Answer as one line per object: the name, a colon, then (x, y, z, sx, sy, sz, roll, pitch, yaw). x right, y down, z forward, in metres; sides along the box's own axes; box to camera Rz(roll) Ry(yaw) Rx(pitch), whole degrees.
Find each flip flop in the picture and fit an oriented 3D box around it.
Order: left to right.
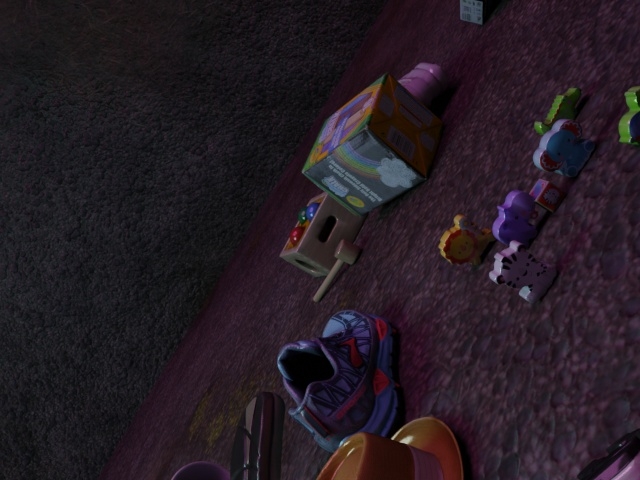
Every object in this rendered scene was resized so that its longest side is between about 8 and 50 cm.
flip flop: (-0.059, 0.306, 0.795, 0.112, 0.080, 0.277, -27, 51, 55)

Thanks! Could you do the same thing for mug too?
mug: (-0.177, 0.407, 1.070, 0.169, 0.150, 0.113, -55, 49, 39)

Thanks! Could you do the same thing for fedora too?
fedora: (0.040, 0.227, 0.621, 0.194, 0.079, 0.194, -55, 13, 20)

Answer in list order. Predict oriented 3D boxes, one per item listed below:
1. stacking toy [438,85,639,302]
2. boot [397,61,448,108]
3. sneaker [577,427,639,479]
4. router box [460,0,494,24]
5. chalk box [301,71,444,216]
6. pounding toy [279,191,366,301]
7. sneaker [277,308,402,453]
stacking toy: (0.206, -0.055, 0.697, 0.221, 0.052, 0.167, -57, 12, 5)
boot: (0.155, -0.244, 1.315, 0.123, 0.095, 0.258, -41, 9, -3)
sneaker: (0.143, 0.166, 0.292, 0.330, 0.147, 0.130, -43, -22, -1)
router box: (0.274, -0.470, 1.222, 0.133, 0.046, 0.179, -63, -20, -16)
chalk box: (0.069, -0.139, 1.181, 0.213, 0.132, 0.132, -28, 32, 48)
pounding toy: (-0.003, 0.008, 1.280, 0.181, 0.094, 0.206, -62, 12, -12)
sneaker: (0.016, 0.134, 0.828, 0.104, 0.125, 0.262, -55, 13, 15)
